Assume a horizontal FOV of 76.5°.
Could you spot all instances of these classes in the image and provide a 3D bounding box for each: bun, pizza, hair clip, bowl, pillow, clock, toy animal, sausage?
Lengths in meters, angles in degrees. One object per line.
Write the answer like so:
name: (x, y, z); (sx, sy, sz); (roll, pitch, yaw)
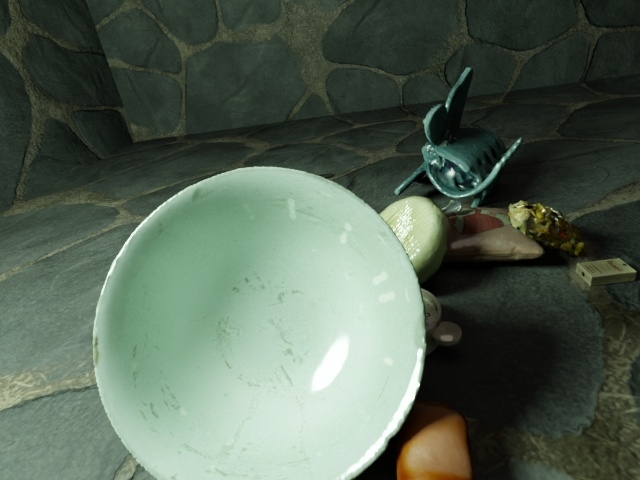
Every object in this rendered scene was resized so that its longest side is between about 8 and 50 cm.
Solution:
bun: (0.192, 0.013, 0.874); (0.222, 0.127, 0.222); (-32, 35, 25)
pizza: (0.469, -0.042, 0.851); (0.226, 0.069, 0.147); (21, 35, -25)
hair clip: (0.404, -0.240, 1.164); (0.238, 0.392, 0.318); (33, 42, 17)
bowl: (-0.074, 0.127, 0.607); (0.435, 0.434, 0.196); (-7, -16, 5)
pillow: (0.374, -0.018, 0.939); (0.224, 0.084, 0.236); (-2, 26, 17)
clock: (0.138, 0.148, 0.723); (0.229, 0.063, 0.156); (11, 36, 39)
toy animal: (0.247, -0.041, 0.999); (0.105, 0.070, 0.202); (-38, 4, -29)
sausage: (0.127, 0.293, 0.420); (0.089, 0.083, 0.300); (-10, 23, 14)

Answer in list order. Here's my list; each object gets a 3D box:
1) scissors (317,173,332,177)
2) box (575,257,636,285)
scissors: (-0.062, -0.236, 1.581); (0.220, 0.017, 0.088); (-11, 24, -2)
box: (0.555, 0.061, 0.792); (0.083, 0.024, 0.053); (-6, 28, 5)
